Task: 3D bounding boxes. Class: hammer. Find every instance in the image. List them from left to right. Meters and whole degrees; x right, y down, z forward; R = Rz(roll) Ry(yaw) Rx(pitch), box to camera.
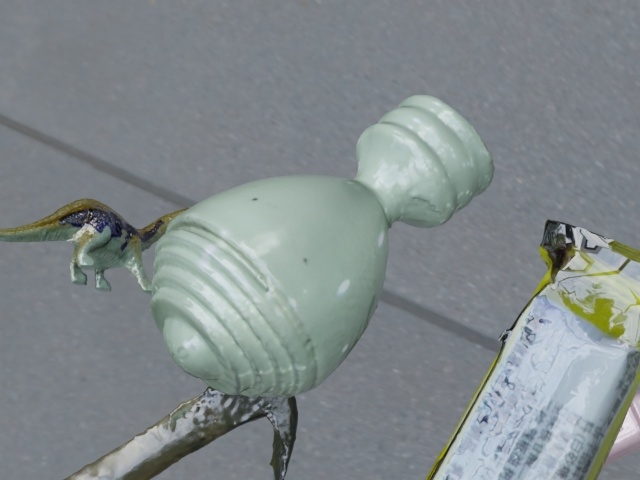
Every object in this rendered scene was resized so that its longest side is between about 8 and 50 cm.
[{"bbox_3d":[-0.147,0.153,0.804,0.297,0.027,0.125,-30,91,-11],"label":"hammer"}]

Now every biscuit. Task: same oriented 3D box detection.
[{"bbox_3d":[0.003,0.127,0.314,0.048,0.026,0.292,30,87,12],"label":"biscuit"}]

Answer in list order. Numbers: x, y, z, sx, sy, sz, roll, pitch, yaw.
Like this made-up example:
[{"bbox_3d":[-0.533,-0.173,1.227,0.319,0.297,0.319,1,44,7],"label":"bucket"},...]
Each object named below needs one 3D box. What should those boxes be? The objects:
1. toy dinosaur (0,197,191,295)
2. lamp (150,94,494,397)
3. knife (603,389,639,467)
[{"bbox_3d":[-0.131,0.005,0.809,0.037,0.180,0.058,-25,73,33],"label":"toy dinosaur"},{"bbox_3d":[0.000,0.000,0.684,0.106,0.106,0.193,32,58,31],"label":"lamp"},{"bbox_3d":[0.295,0.133,1.088,0.336,0.043,0.081,-23,65,17],"label":"knife"}]
